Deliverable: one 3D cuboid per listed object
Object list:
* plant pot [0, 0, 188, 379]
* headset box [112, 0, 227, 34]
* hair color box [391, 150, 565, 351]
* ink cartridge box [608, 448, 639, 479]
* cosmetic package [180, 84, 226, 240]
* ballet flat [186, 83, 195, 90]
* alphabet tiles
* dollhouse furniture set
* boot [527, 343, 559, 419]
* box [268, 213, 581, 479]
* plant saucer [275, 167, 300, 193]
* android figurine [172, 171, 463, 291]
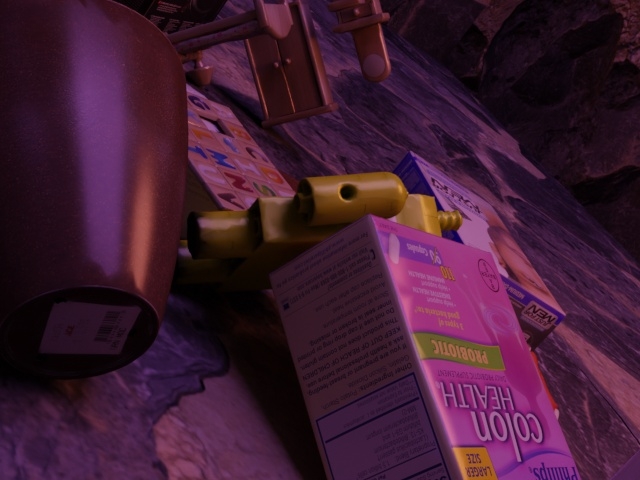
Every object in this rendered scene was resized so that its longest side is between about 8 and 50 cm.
[{"bbox_3d":[-0.185,-0.024,0.763,0.215,0.215,0.230,22,37,-41],"label":"plant pot"},{"bbox_3d":[-0.194,-0.420,1.533,0.110,0.293,0.218,42,19,10],"label":"headset box"},{"bbox_3d":[0.208,0.016,1.549,0.185,0.110,0.339,31,21,-25],"label":"hair color box"},{"bbox_3d":[0.336,0.271,0.965,0.131,0.226,0.306,48,19,29],"label":"ink cartridge box"},{"bbox_3d":[-0.162,-0.098,1.143,0.117,0.085,0.231,25,21,-34],"label":"cosmetic package"},{"bbox_3d":[-0.207,-0.181,1.289,0.213,0.072,0.068,36,7,-11],"label":"ballet flat"},{"bbox_3d":[-0.113,-0.095,1.085,0.198,0.009,0.237,16,29,-49],"label":"alphabet tiles"},{"bbox_3d":[-0.073,-0.239,1.445,0.355,0.303,0.174,-41,117,-71],"label":"dollhouse furniture set"},{"bbox_3d":[0.258,0.189,1.305,0.084,0.059,0.158,41,26,-3],"label":"boot"},{"bbox_3d":[0.093,0.124,0.905,0.213,0.117,0.243,16,51,-52],"label":"box"},{"bbox_3d":[-0.038,-0.039,1.319,0.198,0.036,0.198,35,17,-12],"label":"plant saucer"},{"bbox_3d":[0.000,0.000,0.986,0.273,0.248,0.056,-4,74,-21],"label":"android figurine"}]
